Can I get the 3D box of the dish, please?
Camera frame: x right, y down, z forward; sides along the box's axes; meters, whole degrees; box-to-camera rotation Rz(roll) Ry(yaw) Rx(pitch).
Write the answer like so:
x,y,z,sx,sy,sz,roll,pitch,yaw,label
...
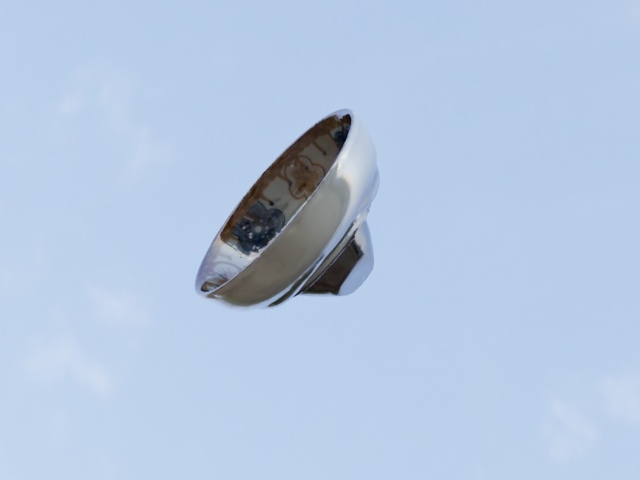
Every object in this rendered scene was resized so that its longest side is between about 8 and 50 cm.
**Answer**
x,y,z,sx,sy,sz,roll,pitch,yaw,label
0.000,0.000,0.908,0.078,0.141,0.141,40,-67,-15,dish
